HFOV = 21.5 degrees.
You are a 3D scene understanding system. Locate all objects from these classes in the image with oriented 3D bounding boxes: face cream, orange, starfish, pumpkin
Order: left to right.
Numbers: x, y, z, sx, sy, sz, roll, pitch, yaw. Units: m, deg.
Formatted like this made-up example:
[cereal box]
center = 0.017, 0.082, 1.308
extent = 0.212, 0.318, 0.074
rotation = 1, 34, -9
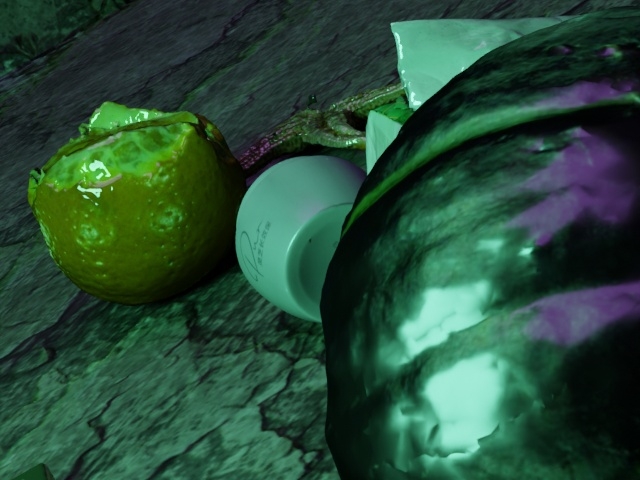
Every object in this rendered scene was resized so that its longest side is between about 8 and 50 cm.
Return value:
[orange]
center = -0.151, -0.032, 1.435
extent = 0.179, 0.158, 0.237
rotation = -25, 15, -9
[face cream]
center = 0.000, 0.000, 1.204
extent = 0.117, 0.117, 0.104
rotation = -31, 26, -7
[starfish]
center = 0.002, -0.102, 1.574
extent = 0.247, 0.050, 0.138
rotation = -20, 22, 34
[pumpkin]
center = 0.155, 0.045, 0.569
extent = 0.296, 0.296, 0.296
rotation = -26, 19, 9

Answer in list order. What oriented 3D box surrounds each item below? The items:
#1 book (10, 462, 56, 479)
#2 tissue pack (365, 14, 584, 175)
[book]
center = -0.245, 0.245, 1.052
extent = 0.202, 0.027, 0.264
rotation = -31, 19, -4
[tissue pack]
center = 0.143, -0.059, 0.997
extent = 0.209, 0.156, 0.148
rotation = -7, 18, -11
